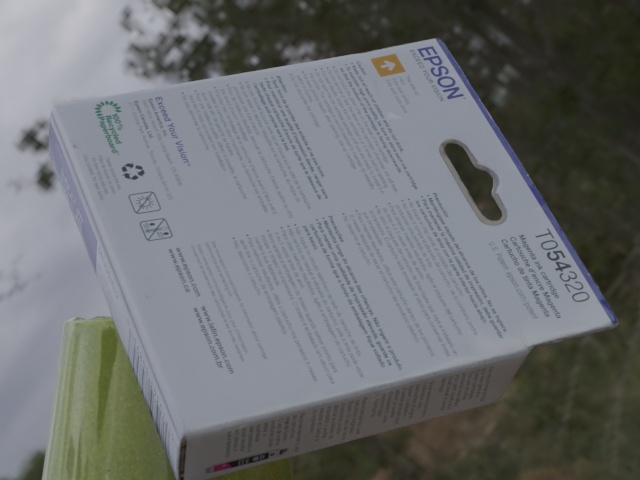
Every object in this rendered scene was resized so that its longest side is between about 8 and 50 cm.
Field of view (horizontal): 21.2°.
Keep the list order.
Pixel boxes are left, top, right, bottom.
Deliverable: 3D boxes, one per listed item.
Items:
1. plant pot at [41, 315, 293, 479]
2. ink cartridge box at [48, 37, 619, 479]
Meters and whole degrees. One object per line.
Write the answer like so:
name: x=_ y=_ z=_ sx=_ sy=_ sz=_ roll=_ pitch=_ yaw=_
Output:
plant pot: x=-0.128 y=0.191 z=1.448 sx=0.276 sy=0.276 sz=0.254 roll=78 pitch=-168 yaw=-86
ink cartridge box: x=0.000 y=0.000 z=1.263 sx=0.330 sy=0.324 sz=0.071 roll=-11 pitch=-40 yaw=-19
